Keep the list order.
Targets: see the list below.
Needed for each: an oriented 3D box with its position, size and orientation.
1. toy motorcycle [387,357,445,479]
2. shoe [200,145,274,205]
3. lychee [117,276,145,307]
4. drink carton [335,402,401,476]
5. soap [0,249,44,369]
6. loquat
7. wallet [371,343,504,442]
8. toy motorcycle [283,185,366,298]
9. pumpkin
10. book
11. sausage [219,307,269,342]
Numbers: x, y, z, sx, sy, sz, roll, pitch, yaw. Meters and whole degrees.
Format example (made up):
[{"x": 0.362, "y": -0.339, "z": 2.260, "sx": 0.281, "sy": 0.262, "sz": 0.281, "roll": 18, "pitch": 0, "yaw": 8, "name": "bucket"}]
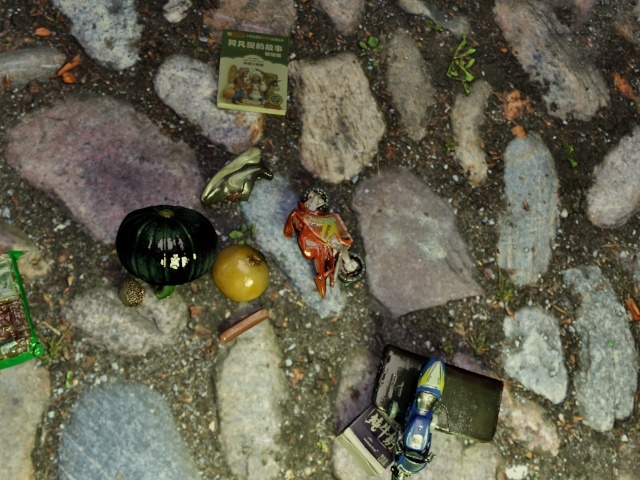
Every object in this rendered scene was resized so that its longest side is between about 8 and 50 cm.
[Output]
[{"x": 0.218, "y": 0.419, "z": 1.611, "sx": 0.113, "sy": 0.169, "sz": 0.315, "roll": 17, "pitch": 83, "yaw": -2, "name": "toy motorcycle"}, {"x": -0.222, "y": -0.157, "z": 1.925, "sx": 0.112, "sy": 0.099, "sz": 0.227, "roll": 44, "pitch": 66, "yaw": -1, "name": "shoe"}, {"x": -0.470, "y": 0.131, "z": 1.771, "sx": 0.067, "sy": 0.068, "sz": 0.083, "roll": -29, "pitch": 100, "yaw": 8, "name": "lychee"}, {"x": 0.167, "y": 0.456, "z": 1.759, "sx": 0.222, "sy": 0.102, "sz": 0.134, "roll": -39, "pitch": 78, "yaw": -24, "name": "drink carton"}, {"x": -0.772, "y": 0.165, "z": 1.681, "sx": 0.218, "sy": 0.098, "sz": 0.273, "roll": -18, "pitch": 74, "yaw": -17, "name": "soap"}, {"x": -0.204, "y": 0.082, "z": 1.806, "sx": 0.163, "sy": 0.163, "sz": 0.137, "roll": 28, "pitch": 46, "yaw": 0, "name": "loquat"}, {"x": 0.288, "y": 0.377, "z": 1.739, "sx": 0.318, "sy": 0.045, "sz": 0.172, "roll": 19, "pitch": 69, "yaw": -6, "name": "wallet"}, {"x": 0.002, "y": -0.001, "z": 1.909, "sx": 0.171, "sy": 0.089, "sz": 0.298, "roll": -23, "pitch": 76, "yaw": -17, "name": "toy motorcycle"}, {"x": -0.379, "y": 0.038, "z": 1.765, "sx": 0.248, "sy": 0.248, "sz": 0.248, "roll": 4, "pitch": 68, "yaw": -10, "name": "pumpkin"}, {"x": -0.197, "y": -0.500, "z": 2.097, "sx": 0.202, "sy": 0.027, "sz": 0.264, "roll": 5, "pitch": 68, "yaw": -9, "name": "book"}, {"x": -0.196, "y": 0.217, "z": 1.814, "sx": 0.147, "sy": 0.030, "sz": 0.035, "roll": -28, "pitch": 74, "yaw": -20, "name": "sausage"}]
